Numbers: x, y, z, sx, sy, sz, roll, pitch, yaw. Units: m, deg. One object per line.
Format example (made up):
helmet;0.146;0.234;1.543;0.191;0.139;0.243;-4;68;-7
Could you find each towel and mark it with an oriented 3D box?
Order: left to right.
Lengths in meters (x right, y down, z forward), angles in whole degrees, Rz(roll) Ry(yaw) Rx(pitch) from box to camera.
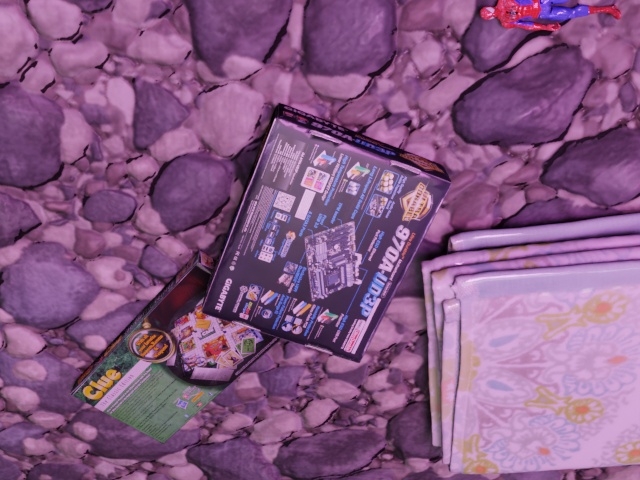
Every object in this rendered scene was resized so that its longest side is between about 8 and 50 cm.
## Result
towel;0.301;0.121;0.756;0.375;0.090;0.320;-5;126;4

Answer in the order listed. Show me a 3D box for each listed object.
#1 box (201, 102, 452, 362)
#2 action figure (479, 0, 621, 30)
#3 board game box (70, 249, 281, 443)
box;0.000;0.000;0.680;0.175;0.051;0.220;19;113;-11
action figure;0.192;-0.196;0.579;0.115;0.030;0.038;-4;128;6
board game box;-0.162;0.132;0.801;0.136;0.030;0.260;36;117;-23
